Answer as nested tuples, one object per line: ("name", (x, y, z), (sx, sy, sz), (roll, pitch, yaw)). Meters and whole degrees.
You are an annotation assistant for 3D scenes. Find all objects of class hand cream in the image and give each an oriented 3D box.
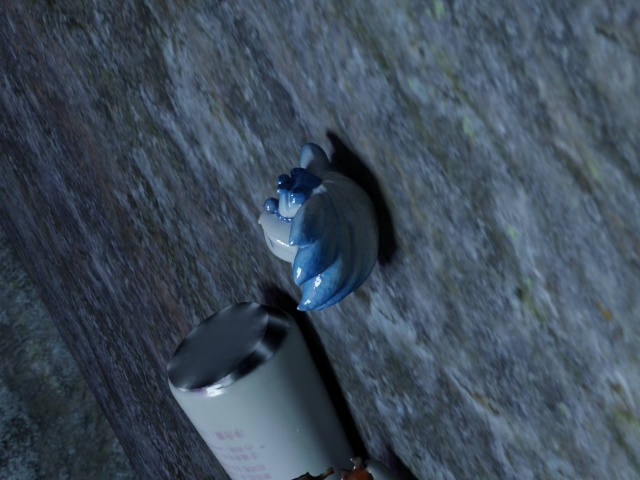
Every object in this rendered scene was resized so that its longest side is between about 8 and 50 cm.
("hand cream", (-0.006, 0.219, 1.512), (0.185, 0.118, 0.358), (27, 149, 58))

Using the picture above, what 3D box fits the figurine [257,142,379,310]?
("figurine", (0.000, 0.000, 1.153), (0.114, 0.079, 0.114), (-7, -90, -89))

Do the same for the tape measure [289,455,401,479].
("tape measure", (0.083, 0.329, 1.349), (0.258, 0.130, 0.265), (50, 165, 46))
